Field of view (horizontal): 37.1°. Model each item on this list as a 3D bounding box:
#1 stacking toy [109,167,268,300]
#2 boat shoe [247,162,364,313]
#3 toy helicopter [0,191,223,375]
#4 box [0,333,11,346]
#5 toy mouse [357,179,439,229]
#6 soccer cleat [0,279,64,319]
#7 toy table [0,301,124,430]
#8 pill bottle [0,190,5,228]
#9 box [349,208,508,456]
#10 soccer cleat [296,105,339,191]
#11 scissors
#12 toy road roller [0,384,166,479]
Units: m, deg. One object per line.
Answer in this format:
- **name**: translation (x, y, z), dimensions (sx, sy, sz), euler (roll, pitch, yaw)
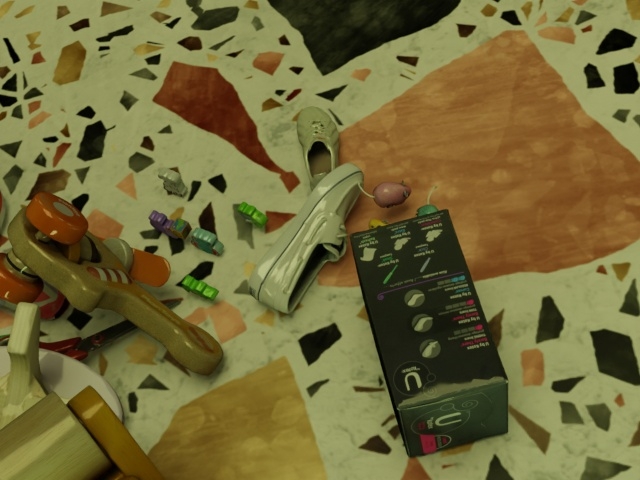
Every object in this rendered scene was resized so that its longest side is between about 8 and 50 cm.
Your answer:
- **stacking toy**: translation (-0.211, -0.009, 1.503), dimensions (0.221, 0.052, 0.167), euler (23, 65, 23)
- **boat shoe**: translation (0.000, 0.000, 1.432), dimensions (0.084, 0.095, 0.258), euler (31, 78, 24)
- **toy helicopter**: translation (-0.287, 0.070, 1.369), dimensions (0.355, 0.235, 0.140), euler (38, 100, -3)
- **box**: translation (-0.493, 0.225, 1.406), dimensions (0.105, 0.043, 0.179), euler (-9, 57, 6)
- **toy mouse**: translation (0.132, -0.046, 1.431), dimensions (0.143, 0.031, 0.161), euler (-37, 83, -22)
- **soccer cleat**: translation (-0.515, 0.065, 1.486), dimensions (0.248, 0.095, 0.083), euler (10, 59, 18)
- **toy table**: translation (-0.409, 0.221, 1.272), dimensions (0.275, 0.161, 0.252), euler (-1, 73, -6)
- **pill bottle**: translation (-0.642, -0.112, 1.495), dimensions (0.182, 0.323, 0.181), euler (-6, 55, 9)
- **box**: translation (0.142, 0.121, 1.262), dimensions (0.144, 0.165, 0.270), euler (-15, 54, 1)
- **soccer cleat**: translation (-0.001, -0.153, 1.535), dimensions (0.068, 0.076, 0.196), euler (-13, 54, 4)
- **scissors**: translation (-0.343, 0.164, 1.408), dimensions (0.297, 0.021, 0.109), euler (-12, 55, -11)
- **toy road roller**: translation (-0.248, 0.348, 1.087), dimensions (0.202, 0.329, 0.241), euler (-38, 16, -19)
